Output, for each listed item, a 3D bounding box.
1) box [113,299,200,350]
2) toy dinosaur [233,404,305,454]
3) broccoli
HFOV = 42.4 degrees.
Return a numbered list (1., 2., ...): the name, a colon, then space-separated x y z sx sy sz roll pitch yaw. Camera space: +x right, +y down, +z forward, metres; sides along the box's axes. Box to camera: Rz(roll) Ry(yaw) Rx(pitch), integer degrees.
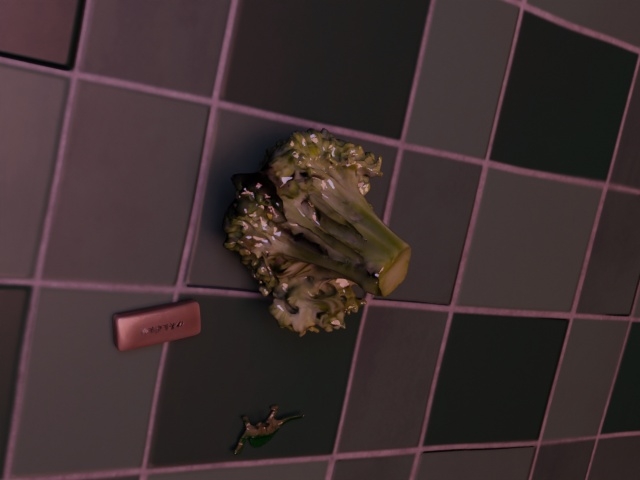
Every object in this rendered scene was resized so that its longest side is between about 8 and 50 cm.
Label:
1. box: -0.209 0.108 1.063 0.115 0.025 0.048 -9 110 -33
2. toy dinosaur: -0.077 0.275 1.207 0.120 0.029 0.060 -12 126 -37
3. broccoli: 0.000 0.000 1.038 0.247 0.243 0.263 22 96 -50
